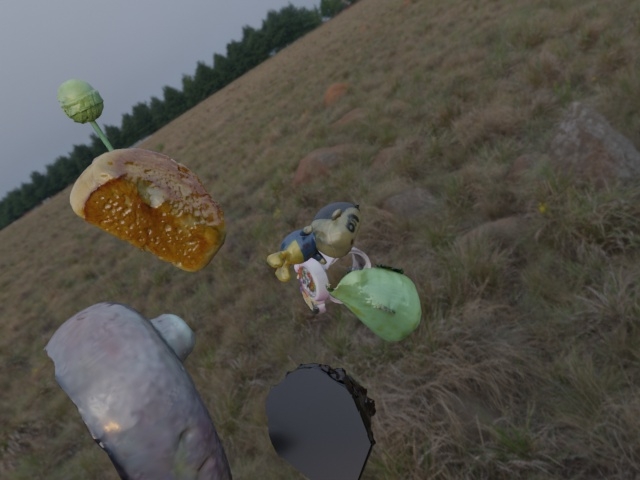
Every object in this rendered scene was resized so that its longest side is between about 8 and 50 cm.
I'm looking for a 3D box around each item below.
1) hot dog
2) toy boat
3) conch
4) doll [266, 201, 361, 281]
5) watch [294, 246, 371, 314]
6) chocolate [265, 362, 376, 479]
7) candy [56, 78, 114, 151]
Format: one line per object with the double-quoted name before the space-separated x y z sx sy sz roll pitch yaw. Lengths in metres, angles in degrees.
"hot dog" -0.290 -0.064 0.857 0.150 0.257 0.153 -45 33 19
"toy boat" -0.119 0.133 0.370 0.085 0.227 0.155 -33 46 -27
"conch" 0.144 0.133 1.149 0.144 0.250 0.137 -37 16 20
"doll" 0.000 0.000 0.787 0.179 0.102 0.089 -43 57 -14
"watch" 0.044 0.122 1.678 0.232 0.243 0.196 -23 30 -25
"chocolate" 0.032 0.323 0.947 0.224 0.206 0.177 25 16 27
"candy" -0.494 -0.216 1.146 0.093 0.335 0.092 -10 35 18
